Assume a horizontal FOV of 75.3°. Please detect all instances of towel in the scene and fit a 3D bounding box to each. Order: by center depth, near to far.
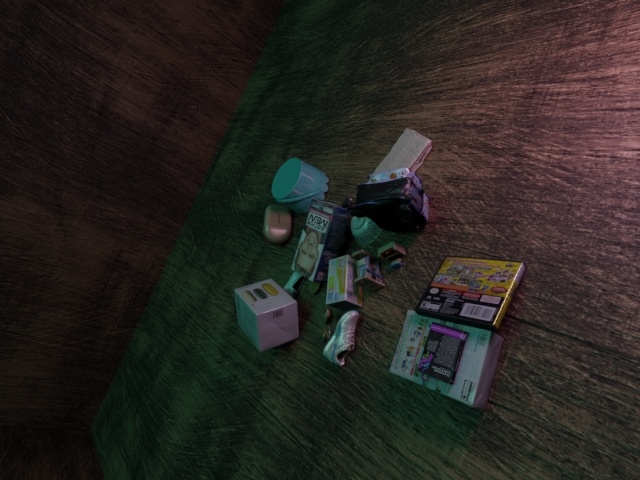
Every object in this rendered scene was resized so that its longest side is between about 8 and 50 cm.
[{"bbox_3d":[0.352,-0.345,1.807,0.282,0.049,0.187,-52,38,15],"label":"towel"}]

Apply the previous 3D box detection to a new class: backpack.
[{"bbox_3d":[0.288,-0.142,1.589,0.277,0.263,0.213,0,62,41],"label":"backpack"}]

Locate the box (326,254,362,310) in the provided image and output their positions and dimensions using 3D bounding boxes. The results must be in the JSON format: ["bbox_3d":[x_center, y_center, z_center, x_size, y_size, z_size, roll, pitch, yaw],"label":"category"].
[{"bbox_3d":[0.103,0.176,1.739,0.114,0.103,0.203,-21,55,41],"label":"box"}]

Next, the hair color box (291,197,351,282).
[{"bbox_3d":[0.000,0.000,1.865,0.174,0.105,0.347,25,102,47],"label":"hair color box"}]

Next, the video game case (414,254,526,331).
[{"bbox_3d":[0.471,0.155,1.317,0.275,0.035,0.248,4,49,50],"label":"video game case"}]

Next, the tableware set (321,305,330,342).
[{"bbox_3d":[0.023,0.352,1.742,0.141,0.020,0.168,111,161,-67],"label":"tableware set"}]

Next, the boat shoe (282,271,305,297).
[{"bbox_3d":[-0.133,0.238,2.013,0.184,0.066,0.063,-55,37,-5],"label":"boat shoe"}]

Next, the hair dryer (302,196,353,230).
[{"bbox_3d":[0.020,-0.095,1.982,0.294,0.080,0.223,-22,38,43],"label":"hair dryer"}]

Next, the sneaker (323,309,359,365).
[{"bbox_3d":[0.101,0.385,1.647,0.092,0.087,0.228,30,97,41],"label":"sneaker"}]

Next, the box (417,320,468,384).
[{"bbox_3d":[0.368,0.338,1.254,0.116,0.029,0.162,9,75,50],"label":"box"}]

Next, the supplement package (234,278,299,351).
[{"bbox_3d":[-0.252,0.336,1.915,0.263,0.199,0.197,32,130,52],"label":"supplement package"}]

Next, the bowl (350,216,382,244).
[{"bbox_3d":[0.185,-0.073,1.811,0.170,0.080,0.170,-27,49,37],"label":"bowl"}]

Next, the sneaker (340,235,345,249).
[{"bbox_3d":[0.055,0.006,1.944,0.161,0.057,0.075,-6,47,49],"label":"sneaker"}]

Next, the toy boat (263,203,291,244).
[{"bbox_3d":[-0.243,-0.075,2.277,0.151,0.151,0.231,119,156,-57],"label":"toy boat"}]

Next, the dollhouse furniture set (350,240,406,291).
[{"bbox_3d":[0.228,0.095,1.624,0.184,0.129,0.129,-31,48,34],"label":"dollhouse furniture set"}]

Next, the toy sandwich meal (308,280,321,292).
[{"bbox_3d":[-0.023,0.207,1.927,0.086,0.029,0.085,-26,53,41],"label":"toy sandwich meal"}]

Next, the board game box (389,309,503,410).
[{"bbox_3d":[0.389,0.366,1.312,0.303,0.098,0.223,9,75,49],"label":"board game box"}]

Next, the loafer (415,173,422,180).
[{"bbox_3d":[0.357,-0.225,1.727,0.148,0.050,0.056,-47,41,19],"label":"loafer"}]

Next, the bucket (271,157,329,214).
[{"bbox_3d":[-0.115,-0.288,2.192,0.281,0.183,0.281,-28,49,38],"label":"bucket"}]
